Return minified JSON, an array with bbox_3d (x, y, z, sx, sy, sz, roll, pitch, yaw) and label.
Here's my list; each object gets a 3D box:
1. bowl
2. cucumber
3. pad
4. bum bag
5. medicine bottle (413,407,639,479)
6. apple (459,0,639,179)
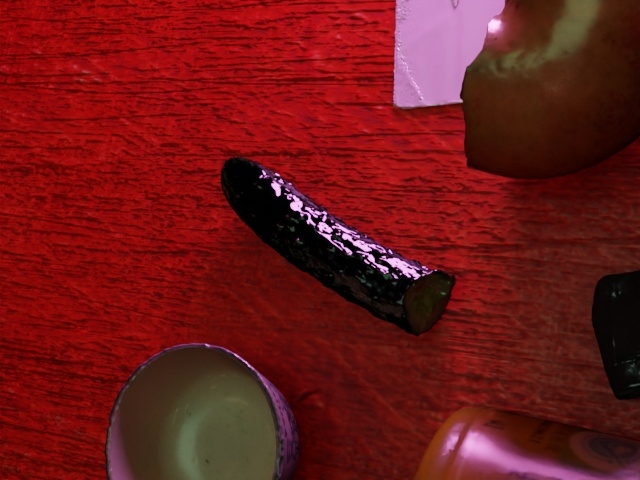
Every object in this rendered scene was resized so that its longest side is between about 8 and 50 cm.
[{"bbox_3d":[-0.109,0.216,1.011,0.211,0.112,0.211,-5,78,25],"label":"bowl"},{"bbox_3d":[0.000,0.000,1.026,0.303,0.072,0.081,30,95,27],"label":"cucumber"},{"bbox_3d":[0.154,-0.258,1.044,0.156,0.004,0.232,-2,79,25],"label":"pad"},{"bbox_3d":[0.367,0.065,0.852,0.248,0.060,0.123,-14,73,24],"label":"bum bag"},{"bbox_3d":[0.269,0.276,0.763,0.384,0.224,0.224,9,84,27],"label":"medicine bottle"},{"bbox_3d":[0.247,-0.186,0.862,0.163,0.251,0.293,18,94,22],"label":"apple"}]
